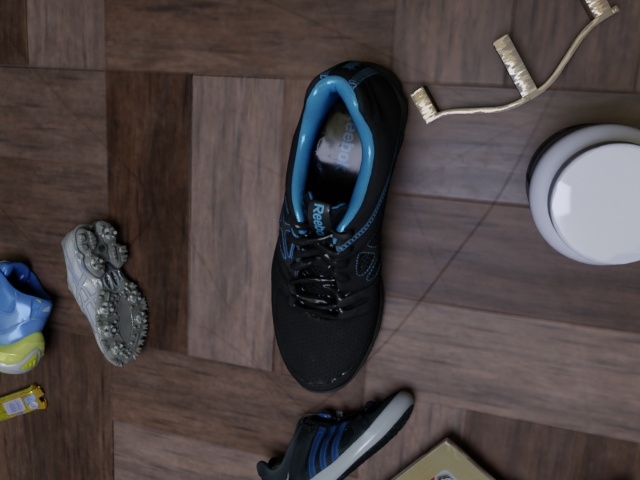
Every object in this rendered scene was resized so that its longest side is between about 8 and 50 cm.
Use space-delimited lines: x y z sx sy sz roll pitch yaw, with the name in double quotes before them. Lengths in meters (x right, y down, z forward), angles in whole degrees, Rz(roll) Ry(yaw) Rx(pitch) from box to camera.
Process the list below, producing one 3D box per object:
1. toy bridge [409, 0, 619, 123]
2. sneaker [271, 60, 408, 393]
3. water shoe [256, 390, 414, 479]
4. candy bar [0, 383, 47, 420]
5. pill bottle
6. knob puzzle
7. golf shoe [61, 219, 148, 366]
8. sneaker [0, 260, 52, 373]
"toy bridge" 0.179 -0.158 0.542 0.188 0.026 0.063 -28 94 21
"sneaker" 0.000 0.000 0.571 0.125 0.139 0.340 9 105 14
"water shoe" 0.009 0.217 0.646 0.203 0.073 0.080 -44 66 10
"candy bar" -0.445 0.234 0.825 0.161 0.018 0.040 -20 98 20
"pill bottle" 0.220 -0.039 0.470 0.108 0.180 0.108 4 102 17
"knob puzzle" 0.149 0.324 0.645 0.213 0.030 0.213 4 105 17
"golf shoe" -0.266 0.065 0.721 0.086 0.069 0.176 -8 96 39
"sneaker" -0.439 0.066 0.767 0.240 0.091 0.126 27 89 11
